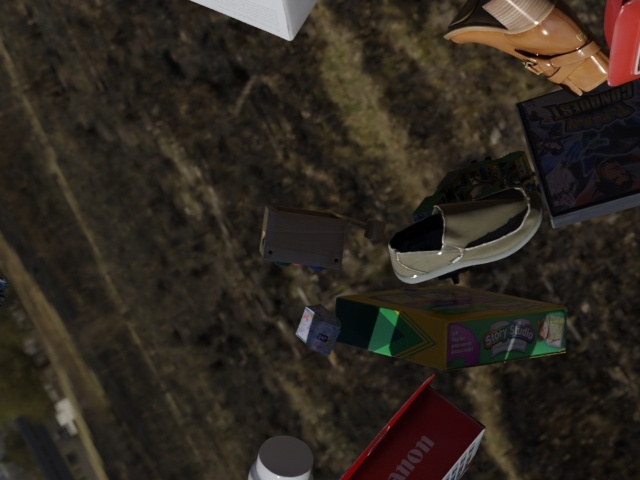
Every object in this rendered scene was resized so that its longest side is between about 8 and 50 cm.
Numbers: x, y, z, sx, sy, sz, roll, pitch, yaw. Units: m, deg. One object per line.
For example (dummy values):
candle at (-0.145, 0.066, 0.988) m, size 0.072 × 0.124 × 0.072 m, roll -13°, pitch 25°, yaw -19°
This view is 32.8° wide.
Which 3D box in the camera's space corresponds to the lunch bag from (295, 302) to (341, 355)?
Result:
lunch bag at (-0.001, 0.174, 2.119) m, size 0.083 × 0.053 × 0.071 m, roll 39°, pitch 121°, yaw 33°

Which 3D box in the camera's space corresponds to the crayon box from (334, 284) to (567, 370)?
crayon box at (0.265, 0.171, 2.200) m, size 0.313 × 0.363 × 0.106 m, roll 11°, pitch 100°, yaw 49°

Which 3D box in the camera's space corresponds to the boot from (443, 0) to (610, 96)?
boot at (0.327, -0.312, 1.701) m, size 0.220 × 0.109 × 0.283 m, roll 36°, pitch 166°, yaw -12°

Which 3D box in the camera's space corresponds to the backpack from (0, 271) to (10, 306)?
backpack at (-0.633, 0.079, 2.008) m, size 0.114 × 0.084 × 0.105 m, roll 35°, pitch 173°, yaw -15°

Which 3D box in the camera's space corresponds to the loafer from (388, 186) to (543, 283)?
loafer at (0.211, -0.012, 1.623) m, size 0.087 × 0.251 × 0.094 m, roll 44°, pitch -155°, yaw -49°

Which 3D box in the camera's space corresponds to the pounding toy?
pounding toy at (0.005, 0.000, 1.833) m, size 0.181 × 0.206 × 0.094 m, roll -136°, pitch 54°, yaw -81°

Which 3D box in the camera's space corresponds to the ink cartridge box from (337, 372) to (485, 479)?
ink cartridge box at (0.136, 0.416, 1.863) m, size 0.130 × 0.309 × 0.272 m, roll 36°, pitch 154°, yaw 19°

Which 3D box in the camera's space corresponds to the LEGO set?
LEGO set at (0.356, -0.041, 2.365) m, size 0.192 × 0.255 × 0.331 m, roll 66°, pitch -157°, yaw -16°

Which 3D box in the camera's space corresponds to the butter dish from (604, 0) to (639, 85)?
butter dish at (0.431, -0.305, 1.423) m, size 0.160 × 0.160 × 0.118 m, roll 80°, pitch 167°, yaw -56°

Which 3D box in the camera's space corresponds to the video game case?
video game case at (0.477, -0.162, 1.753) m, size 0.035 × 0.275 × 0.248 m, roll 60°, pitch -163°, yaw -54°

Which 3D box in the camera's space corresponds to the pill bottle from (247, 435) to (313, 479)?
pill bottle at (-0.078, 0.461, 1.983) m, size 0.119 × 0.119 × 0.208 m, roll 47°, pitch 140°, yaw 38°

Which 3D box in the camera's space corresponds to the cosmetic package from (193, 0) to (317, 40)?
cosmetic package at (-0.116, -0.413, 1.442) m, size 0.224 × 0.138 × 0.224 m, roll 25°, pitch 160°, yaw 15°
